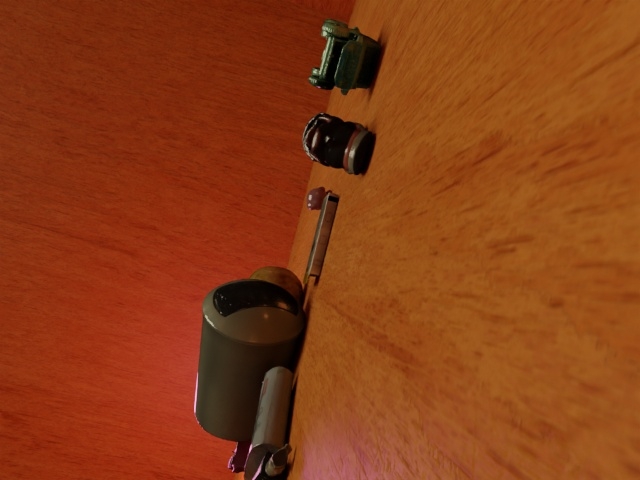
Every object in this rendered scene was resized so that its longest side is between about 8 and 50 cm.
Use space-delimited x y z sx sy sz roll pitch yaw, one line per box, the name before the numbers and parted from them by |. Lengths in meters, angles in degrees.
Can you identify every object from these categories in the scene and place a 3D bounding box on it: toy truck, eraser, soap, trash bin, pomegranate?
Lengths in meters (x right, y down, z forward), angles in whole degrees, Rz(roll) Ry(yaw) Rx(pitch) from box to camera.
toy truck | 0.063 -0.466 1.435 0.279 0.156 0.155 -88 13 -65
eraser | -0.120 0.441 1.344 0.227 0.081 0.174 -84 6 -56
soap | -0.238 0.681 1.849 0.250 0.099 0.162 116 167 -64
trash bin | -0.207 0.318 1.579 0.280 0.280 0.433 -86 8 -64
pomegranate | -0.162 0.189 1.798 0.215 0.215 0.216 -166 90 -85

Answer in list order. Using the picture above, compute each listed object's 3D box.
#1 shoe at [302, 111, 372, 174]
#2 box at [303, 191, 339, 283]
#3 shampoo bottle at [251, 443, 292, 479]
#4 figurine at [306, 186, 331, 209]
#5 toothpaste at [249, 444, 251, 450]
shoe | 0.028 -0.207 1.212 0.291 0.136 0.114 -93 19 -77
box | 0.000 0.000 1.526 0.129 0.033 0.248 155 129 -83
shampoo bottle | -0.100 0.473 1.156 0.208 0.057 0.064 113 178 -50
figurine | -0.007 -0.130 1.750 0.067 0.071 0.084 124 161 -73
toothpaste | -0.164 0.634 1.488 0.089 0.057 0.234 -84 -1 -64
